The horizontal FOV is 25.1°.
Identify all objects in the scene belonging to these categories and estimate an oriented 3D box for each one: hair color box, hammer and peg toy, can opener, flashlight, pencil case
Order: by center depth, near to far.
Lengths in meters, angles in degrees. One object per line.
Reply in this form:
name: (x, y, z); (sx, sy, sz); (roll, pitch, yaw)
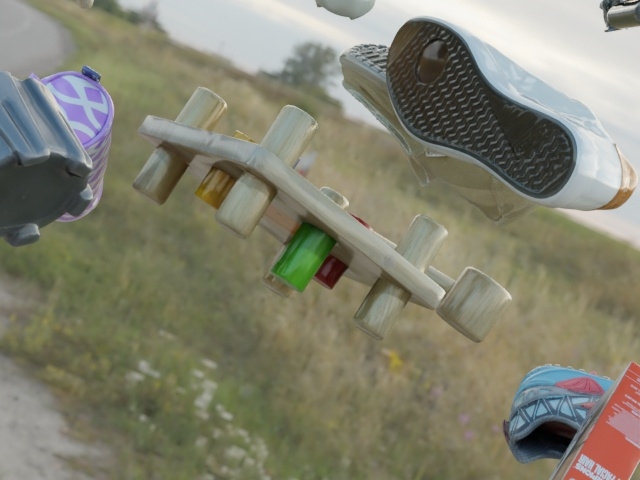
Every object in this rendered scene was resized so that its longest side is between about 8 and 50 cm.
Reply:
flashlight: (-0.226, -0.129, 0.803); (0.304, 0.103, 0.103); (53, -17, 23)
hair color box: (0.245, 0.197, 1.273); (0.053, 0.167, 0.093); (34, -36, 6)
pencil case: (-0.247, -0.087, 1.374); (0.088, 0.086, 0.206); (25, -24, -1)
hammer and peg toy: (0.000, 0.000, 1.413); (0.361, 0.127, 0.266); (38, -10, -32)
can opener: (0.379, -0.287, 1.669); (0.095, 0.076, 0.283); (-12, 7, 1)

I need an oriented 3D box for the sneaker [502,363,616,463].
sneaker: (0.318, 0.211, 1.517); (0.262, 0.125, 0.104); (0, -54, 34)

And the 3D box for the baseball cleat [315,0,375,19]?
baseball cleat: (-0.018, -0.279, 1.261); (0.072, 0.109, 0.206); (-31, 55, -30)

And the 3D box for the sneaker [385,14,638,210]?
sneaker: (0.166, -0.104, 1.286); (0.123, 0.106, 0.290); (13, 25, -41)

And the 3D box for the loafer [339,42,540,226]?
loafer: (0.118, -0.105, 1.464); (0.268, 0.092, 0.102); (39, 33, 19)

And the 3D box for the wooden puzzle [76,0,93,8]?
wooden puzzle: (-0.313, -0.535, 1.925); (0.080, 0.348, 0.322); (-6, -47, 15)
